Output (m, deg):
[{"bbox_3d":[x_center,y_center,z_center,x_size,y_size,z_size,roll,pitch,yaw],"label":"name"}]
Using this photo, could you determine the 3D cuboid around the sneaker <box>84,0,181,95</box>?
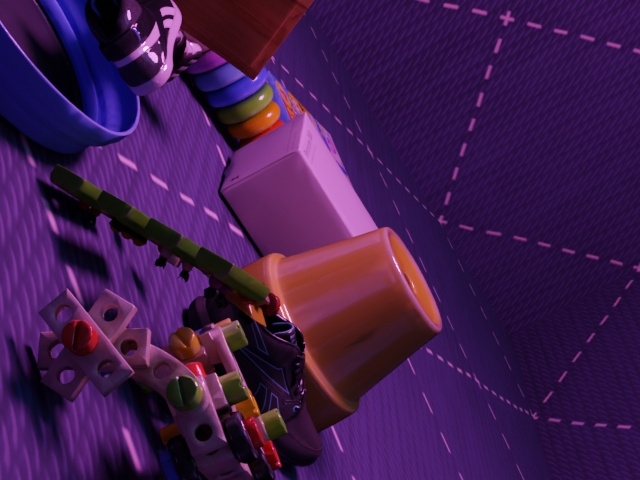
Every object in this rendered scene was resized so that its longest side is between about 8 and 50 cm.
[{"bbox_3d":[-0.234,-0.284,1.598,0.121,0.079,0.217,54,15,-36],"label":"sneaker"}]

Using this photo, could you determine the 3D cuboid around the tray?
[{"bbox_3d":[-0.199,-0.425,1.788,0.411,0.203,0.076,35,19,-12],"label":"tray"}]

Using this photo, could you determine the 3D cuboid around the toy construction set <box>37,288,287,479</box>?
[{"bbox_3d":[-0.131,0.143,1.251,0.215,0.151,0.327,66,13,22],"label":"toy construction set"}]

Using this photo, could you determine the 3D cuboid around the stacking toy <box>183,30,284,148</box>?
[{"bbox_3d":[-0.122,-0.231,2.211,0.330,0.141,0.141,61,11,-23],"label":"stacking toy"}]

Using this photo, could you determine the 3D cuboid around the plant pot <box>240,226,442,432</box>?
[{"bbox_3d":[0.027,0.108,1.784,0.254,0.239,0.254,58,12,-20],"label":"plant pot"}]

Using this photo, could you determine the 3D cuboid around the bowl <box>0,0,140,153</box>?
[{"bbox_3d":[-0.347,-0.272,1.480,0.391,0.077,0.391,57,13,-20],"label":"bowl"}]

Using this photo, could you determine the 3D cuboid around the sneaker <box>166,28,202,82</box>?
[{"bbox_3d":[-0.271,-0.315,1.887,0.162,0.106,0.281,54,4,0],"label":"sneaker"}]

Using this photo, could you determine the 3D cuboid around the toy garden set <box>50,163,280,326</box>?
[{"bbox_3d":[-0.165,0.018,1.425,0.244,0.049,0.204,28,-5,24],"label":"toy garden set"}]

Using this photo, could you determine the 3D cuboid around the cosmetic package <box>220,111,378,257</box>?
[{"bbox_3d":[0.000,0.000,2.119,0.365,0.155,0.197,58,15,-20],"label":"cosmetic package"}]

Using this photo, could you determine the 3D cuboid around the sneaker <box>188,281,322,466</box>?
[{"bbox_3d":[-0.058,0.169,1.615,0.267,0.106,0.101,58,11,-21],"label":"sneaker"}]

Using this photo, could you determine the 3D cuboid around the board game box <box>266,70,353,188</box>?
[{"bbox_3d":[-0.024,-0.124,2.458,0.302,0.086,0.308,40,24,-61],"label":"board game box"}]
